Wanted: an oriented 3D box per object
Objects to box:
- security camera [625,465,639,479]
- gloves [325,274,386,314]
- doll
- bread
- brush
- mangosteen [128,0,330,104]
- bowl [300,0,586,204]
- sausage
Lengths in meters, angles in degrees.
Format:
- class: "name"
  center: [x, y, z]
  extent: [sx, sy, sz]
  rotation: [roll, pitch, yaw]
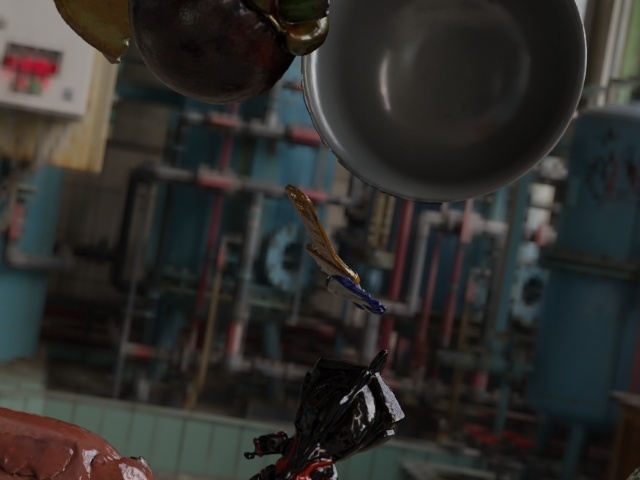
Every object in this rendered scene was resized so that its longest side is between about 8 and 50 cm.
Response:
- class: "security camera"
  center: [0.464, 0.282, 1.997]
  extent: [0.080, 0.301, 0.157]
  rotation: [45, -37, 0]
- class: "gloves"
  center: [0.049, 0.073, 2.045]
  extent: [0.086, 0.026, 0.064]
  rotation: [24, -12, 29]
- class: "doll"
  center: [0.003, 0.231, 1.854]
  extent: [0.127, 0.248, 0.088]
  rotation: [36, -12, -10]
- class: "bread"
  center: [-0.253, -0.350, 1.930]
  extent: [0.139, 0.229, 0.143]
  rotation: [30, -41, -22]
- class: "brush"
  center: [0.000, 0.000, 2.043]
  extent: [0.090, 0.017, 0.314]
  rotation: [34, -13, 23]
- class: "mangosteen"
  center: [-0.093, -0.247, 1.691]
  extent: [0.216, 0.216, 0.216]
  rotation: [9, 2, 0]
- class: "bowl"
  center: [0.160, -0.209, 1.906]
  extent: [0.345, 0.345, 0.157]
  rotation: [10, 0, 17]
- class: "sausage"
  center: [-0.285, 0.231, 1.443]
  extent: [0.280, 0.152, 0.152]
  rotation: [11, 2, 6]
